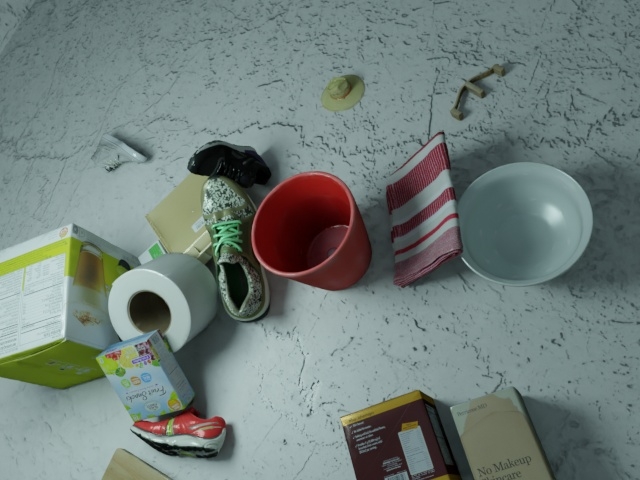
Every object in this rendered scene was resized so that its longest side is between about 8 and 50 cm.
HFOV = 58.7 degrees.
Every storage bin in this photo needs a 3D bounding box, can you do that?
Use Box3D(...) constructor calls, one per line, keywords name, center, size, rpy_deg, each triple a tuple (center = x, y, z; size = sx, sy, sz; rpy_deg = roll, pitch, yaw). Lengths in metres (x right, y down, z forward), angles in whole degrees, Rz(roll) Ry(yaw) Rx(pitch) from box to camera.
Box3D(name="storage bin", center=(-0.349, -0.064, 1.701), size=(0.262, 0.123, 0.260), rpy_deg=(-43, 58, 2))

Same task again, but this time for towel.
Box3D(name="towel", center=(0.243, -0.074, 1.392), size=(0.237, 0.037, 0.329), rpy_deg=(-42, 43, 51))

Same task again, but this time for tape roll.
Box3D(name="tape roll", center=(-0.418, 0.169, 1.538), size=(0.246, 0.169, 0.246), rpy_deg=(4, 105, 16))

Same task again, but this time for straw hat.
Box3D(name="straw hat", center=(0.056, -0.462, 1.726), size=(0.144, 0.061, 0.144), rpy_deg=(-10, 63, 21))

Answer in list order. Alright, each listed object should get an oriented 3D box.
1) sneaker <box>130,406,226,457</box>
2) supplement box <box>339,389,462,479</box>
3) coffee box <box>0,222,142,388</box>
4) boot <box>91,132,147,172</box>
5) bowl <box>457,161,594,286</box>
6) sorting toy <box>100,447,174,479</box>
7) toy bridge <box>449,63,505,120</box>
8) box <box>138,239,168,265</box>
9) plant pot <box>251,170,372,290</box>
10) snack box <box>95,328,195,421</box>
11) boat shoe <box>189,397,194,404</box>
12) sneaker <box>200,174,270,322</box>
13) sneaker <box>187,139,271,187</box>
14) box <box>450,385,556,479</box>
Box3D(name="sneaker", center=(-0.365, 0.493, 1.490), size=(0.279, 0.107, 0.118), rpy_deg=(0, 49, 22))
Box3D(name="supplement box", center=(0.171, 0.451, 1.221), size=(0.191, 0.129, 0.194), rpy_deg=(-24, 60, 14))
Box3D(name="coffee box", center=(-0.727, 0.205, 1.629), size=(0.338, 0.337, 0.334), rpy_deg=(-18, 62, 16))
Box3D(name="boot", center=(-0.710, -0.285, 1.999), size=(0.258, 0.095, 0.123), rpy_deg=(28, 87, 40))
Box3D(name="bowl", center=(0.459, -0.018, 1.294), size=(0.298, 0.134, 0.298), rpy_deg=(-10, 63, 22))
Box3D(name="sorting toy", center=(-0.456, 0.698, 1.428), size=(0.257, 0.089, 0.255), rpy_deg=(16, 75, 30))
Box3D(name="toy bridge", center=(0.420, -0.412, 1.553), size=(0.188, 0.026, 0.063), rpy_deg=(-47, 56, -1))
Box3D(name="box", center=(-0.468, 0.072, 1.707), size=(0.087, 0.102, 0.101), rpy_deg=(-42, 58, 5))
Box3D(name="plant pot", center=(0.000, 0.000, 1.436), size=(0.275, 0.243, 0.275), rpy_deg=(-10, 65, 21))
Box3D(name="snack box", center=(-0.450, 0.352, 1.471), size=(0.174, 0.070, 0.207), rpy_deg=(-21, 105, 22))
Box3D(name="boat shoe", center=(-0.419, 0.423, 1.557), size=(0.152, 0.049, 0.056), rpy_deg=(-8, 65, 22))
Box3D(name="sneaker", center=(-0.226, 0.019, 1.496), size=(0.158, 0.182, 0.410), rpy_deg=(-16, 88, 0))
Box3D(name="sneaker", center=(-0.245, -0.209, 1.631), size=(0.124, 0.283, 0.107), rpy_deg=(46, 120, 20))
Box3D(name="box", center=(0.382, 0.464, 1.120), size=(0.148, 0.121, 0.311), rpy_deg=(-25, 60, 14))
